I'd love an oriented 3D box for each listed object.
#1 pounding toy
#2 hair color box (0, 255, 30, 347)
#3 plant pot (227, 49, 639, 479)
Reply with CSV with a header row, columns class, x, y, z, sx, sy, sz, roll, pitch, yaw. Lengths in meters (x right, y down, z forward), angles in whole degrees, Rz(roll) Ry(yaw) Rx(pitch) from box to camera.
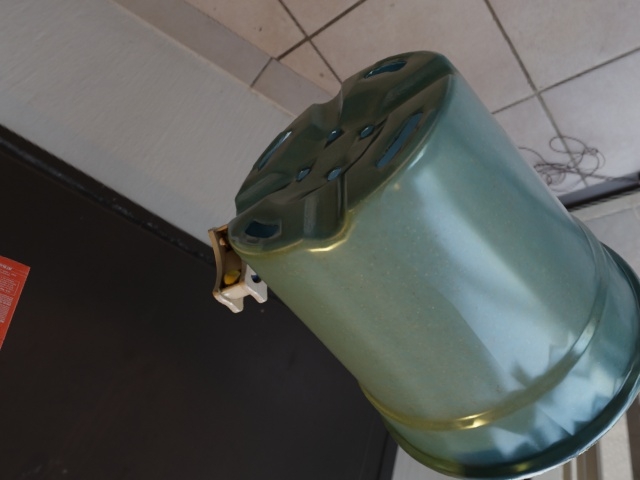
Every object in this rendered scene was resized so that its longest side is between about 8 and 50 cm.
class,x,y,z,sx,sy,sz,roll,pitch,yaw
pounding toy,-0.159,0.025,1.161,0.155,0.269,0.154,-23,123,12
hair color box,-0.287,0.080,0.409,0.043,0.141,0.072,30,113,-32
plant pot,0.107,0.015,0.533,0.341,0.341,0.334,-19,128,37
